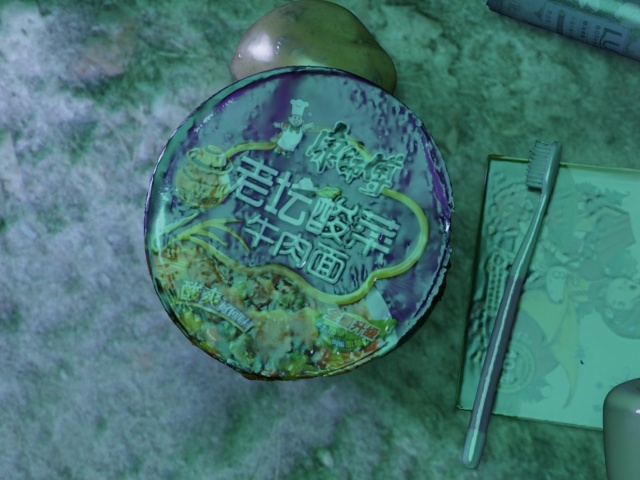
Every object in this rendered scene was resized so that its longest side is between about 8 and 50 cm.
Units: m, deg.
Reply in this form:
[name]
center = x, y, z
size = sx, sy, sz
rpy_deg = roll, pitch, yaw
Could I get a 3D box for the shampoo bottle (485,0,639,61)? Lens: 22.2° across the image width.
[shampoo bottle]
center = 0.251, -0.194, 1.388
size = 0.214, 0.072, 0.072
rpy_deg = 22, 85, 15

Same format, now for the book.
[book]
center = 0.283, 0.052, 1.361
size = 0.322, 0.018, 0.228
rpy_deg = 6, 81, 13

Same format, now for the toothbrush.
[toothbrush]
center = 0.157, 0.051, 1.369
size = 0.025, 0.020, 0.286
rpy_deg = 12, 82, 23

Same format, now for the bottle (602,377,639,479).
[bottle]
center = 0.298, 0.227, 1.257
size = 0.147, 0.147, 0.236
rpy_deg = -3, 95, 12

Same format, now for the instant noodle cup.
[instant noodle cup]
center = 0.000, 0.000, 1.342
size = 0.251, 0.190, 0.251
rpy_deg = -2, 80, 12

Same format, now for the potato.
[potato]
center = -0.004, -0.153, 1.419
size = 0.147, 0.112, 0.112
rpy_deg = 23, 85, 12
